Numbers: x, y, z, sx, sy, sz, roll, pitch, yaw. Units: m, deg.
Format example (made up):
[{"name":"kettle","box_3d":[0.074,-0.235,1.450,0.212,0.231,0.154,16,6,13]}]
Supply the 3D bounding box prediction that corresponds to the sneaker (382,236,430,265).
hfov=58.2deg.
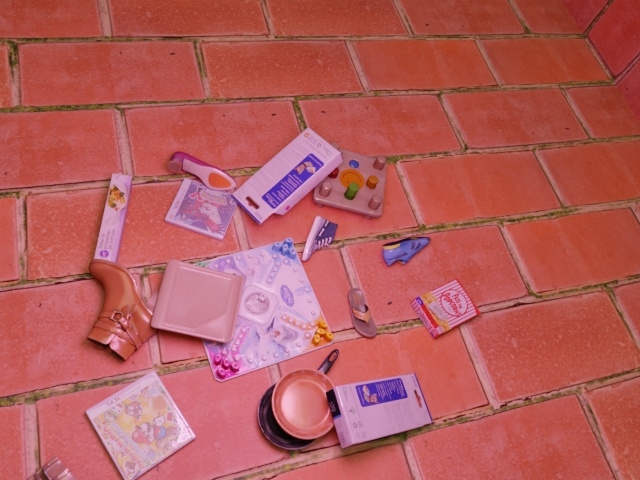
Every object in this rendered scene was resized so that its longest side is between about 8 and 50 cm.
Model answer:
[{"name":"sneaker","box_3d":[0.305,0.036,2.032,0.209,0.069,0.082,-15,98,-32]}]

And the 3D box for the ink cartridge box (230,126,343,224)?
[{"name":"ink cartridge box","box_3d":[-0.114,-0.216,1.975,0.371,0.069,0.176,-41,61,-10]}]

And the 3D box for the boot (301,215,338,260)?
[{"name":"boot","box_3d":[0.000,0.000,1.955,0.086,0.069,0.190,20,56,0]}]

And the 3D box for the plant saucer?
[{"name":"plant saucer","box_3d":[-0.044,0.466,1.641,0.200,0.037,0.199,7,62,-14]}]

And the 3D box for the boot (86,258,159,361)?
[{"name":"boot","box_3d":[-0.604,0.200,1.664,0.283,0.109,0.220,36,58,-5]}]

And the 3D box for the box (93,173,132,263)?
[{"name":"box","box_3d":[-0.652,-0.064,1.817,0.063,0.067,0.323,6,60,-11]}]

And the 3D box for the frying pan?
[{"name":"frying pan","box_3d":[-0.072,0.449,1.689,0.197,0.053,0.326,18,56,-6]}]

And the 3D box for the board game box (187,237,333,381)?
[{"name":"board game box","box_3d":[-0.198,0.197,1.800,0.390,0.050,0.389,-15,66,-23]}]

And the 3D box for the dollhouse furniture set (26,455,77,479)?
[{"name":"dollhouse furniture set","box_3d":[-0.605,0.657,1.334,0.161,0.212,0.242,-39,103,-31]}]

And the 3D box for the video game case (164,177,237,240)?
[{"name":"video game case","box_3d":[-0.395,-0.107,1.937,0.201,0.023,0.183,19,58,-4]}]

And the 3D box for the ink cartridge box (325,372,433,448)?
[{"name":"ink cartridge box","box_3d":[0.177,0.492,1.686,0.333,0.065,0.165,3,58,-38]}]

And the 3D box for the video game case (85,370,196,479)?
[{"name":"video game case","box_3d":[-0.486,0.500,1.560,0.206,0.026,0.227,-30,72,-27]}]

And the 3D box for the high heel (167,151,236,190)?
[{"name":"high heel","box_3d":[-0.400,-0.245,1.986,0.244,0.082,0.117,13,29,-3]}]

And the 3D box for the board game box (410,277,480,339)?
[{"name":"board game box","box_3d":[0.425,0.230,1.954,0.194,0.045,0.146,-22,69,-25]}]

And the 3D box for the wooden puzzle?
[{"name":"wooden puzzle","box_3d":[-0.360,0.182,1.705,0.239,0.044,0.220,13,59,-11]}]

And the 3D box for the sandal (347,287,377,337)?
[{"name":"sandal","box_3d":[0.135,0.231,1.872,0.072,0.049,0.180,-7,63,-19]}]

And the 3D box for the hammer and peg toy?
[{"name":"hammer and peg toy","box_3d":[0.060,-0.236,2.074,0.362,0.127,0.265,15,58,-7]}]
